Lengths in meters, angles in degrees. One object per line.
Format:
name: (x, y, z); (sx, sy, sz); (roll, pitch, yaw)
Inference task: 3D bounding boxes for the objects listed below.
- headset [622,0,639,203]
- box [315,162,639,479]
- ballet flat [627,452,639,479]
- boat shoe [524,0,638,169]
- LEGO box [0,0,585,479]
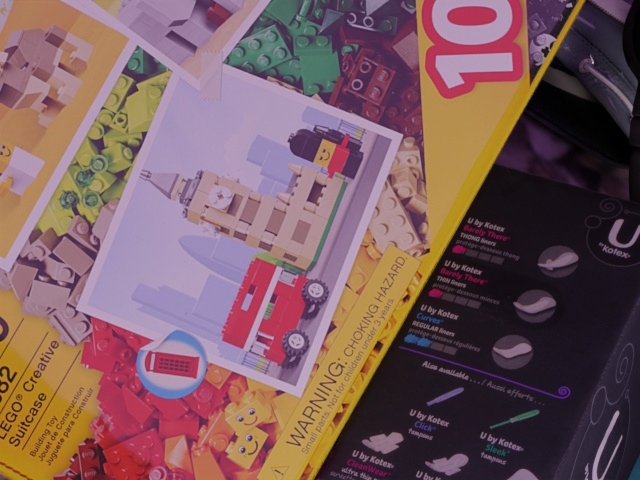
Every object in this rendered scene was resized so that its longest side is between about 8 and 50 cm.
headset: (0.307, -0.148, 1.359); (0.243, 0.185, 0.394); (4, 99, -45)
box: (0.129, 0.111, 1.238); (0.143, 0.165, 0.270); (17, 59, 23)
ballet flat: (0.266, 0.255, 1.255); (0.116, 0.124, 0.342); (-43, 43, -6)
boat shoe: (0.128, -0.159, 1.391); (0.319, 0.116, 0.099); (28, 67, -6)
LEGO box: (-0.087, -0.082, 1.196); (0.372, 0.193, 0.500); (29, 82, 1)
